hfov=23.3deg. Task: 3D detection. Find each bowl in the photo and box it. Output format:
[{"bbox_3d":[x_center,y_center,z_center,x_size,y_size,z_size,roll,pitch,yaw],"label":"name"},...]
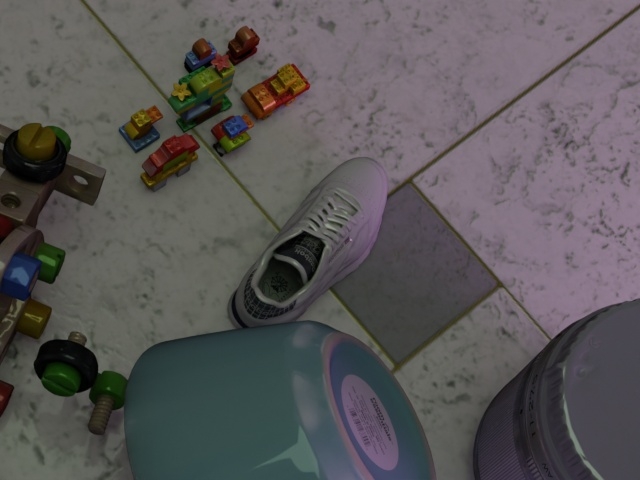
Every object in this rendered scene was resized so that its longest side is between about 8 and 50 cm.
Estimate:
[{"bbox_3d":[-0.012,0.194,1.351,0.163,0.311,0.311,-29,72,21],"label":"bowl"}]

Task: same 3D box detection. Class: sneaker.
[{"bbox_3d":[0.000,0.000,1.565,0.090,0.095,0.235,34,66,6],"label":"sneaker"}]

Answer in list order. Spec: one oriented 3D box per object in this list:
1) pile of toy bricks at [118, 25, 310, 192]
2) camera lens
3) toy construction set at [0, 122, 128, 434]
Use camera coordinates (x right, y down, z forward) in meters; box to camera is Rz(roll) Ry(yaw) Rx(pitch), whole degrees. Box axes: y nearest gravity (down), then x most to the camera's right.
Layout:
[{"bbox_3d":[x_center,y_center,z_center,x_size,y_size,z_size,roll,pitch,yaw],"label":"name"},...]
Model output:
[{"bbox_3d":[-0.114,-0.154,1.597,0.212,0.105,0.118,-34,78,-20],"label":"pile of toy bricks"},{"bbox_3d":[0.275,0.189,1.442,0.219,0.274,0.219,4,68,-9],"label":"camera lens"},{"bbox_3d":[-0.336,0.009,1.466,0.309,0.257,0.237,2,48,15],"label":"toy construction set"}]
